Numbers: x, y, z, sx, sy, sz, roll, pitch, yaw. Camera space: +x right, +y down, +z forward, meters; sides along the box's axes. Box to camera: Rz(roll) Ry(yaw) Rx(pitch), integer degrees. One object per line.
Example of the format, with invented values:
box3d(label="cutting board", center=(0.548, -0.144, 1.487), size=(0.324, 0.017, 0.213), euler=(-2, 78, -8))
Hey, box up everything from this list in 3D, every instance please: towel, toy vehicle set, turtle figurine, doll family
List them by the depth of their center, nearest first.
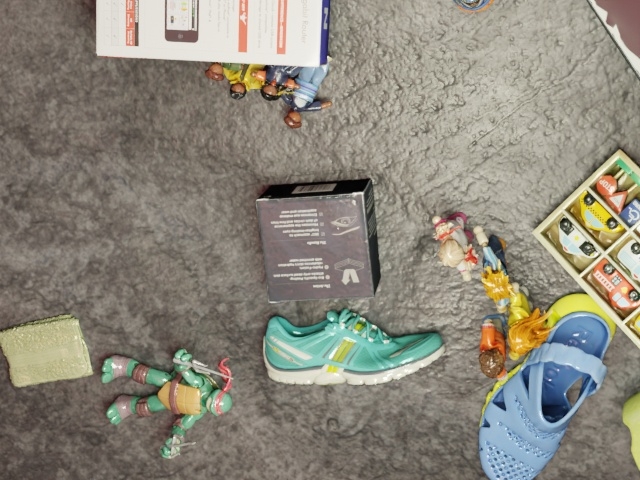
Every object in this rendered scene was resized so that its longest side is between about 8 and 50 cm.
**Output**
box3d(label="toy vehicle set", center=(0.436, 0.028, 1.371), size=(0.166, 0.035, 0.267), euler=(-48, 68, 20))
box3d(label="doll family", center=(0.248, 0.069, 1.411), size=(0.118, 0.163, 0.263), euler=(-19, 103, 16))
box3d(label="doll family", center=(-0.074, -0.230, 1.424), size=(0.193, 0.076, 0.111), euler=(22, 91, 9))
box3d(label="turtle figurine", center=(-0.224, 0.245, 1.584), size=(0.234, 0.118, 0.175), euler=(5, 94, 25))
box3d(label="towel", center=(-0.445, 0.180, 1.653), size=(0.148, 0.027, 0.110), euler=(-10, 104, 14))

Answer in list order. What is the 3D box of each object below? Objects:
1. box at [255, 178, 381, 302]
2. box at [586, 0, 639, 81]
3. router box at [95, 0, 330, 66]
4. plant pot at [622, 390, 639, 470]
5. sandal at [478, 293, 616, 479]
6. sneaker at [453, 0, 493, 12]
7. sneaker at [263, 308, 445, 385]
box3d(label="box", center=(0.000, 0.000, 1.474), size=(0.156, 0.093, 0.158), euler=(-3, 106, 12))
box3d(label="box", center=(0.401, -0.277, 1.262), size=(0.103, 0.184, 0.261), euler=(-34, 99, 16))
box3d(label="router box", center=(-0.135, -0.398, 1.322), size=(0.301, 0.082, 0.335), euler=(5, 102, 7))
box3d(label="plant pot", center=(0.561, 0.244, 1.374), size=(0.254, 0.276, 0.276), euler=(-33, 99, 30))
box3d(label="sandal", center=(0.317, 0.230, 1.465), size=(0.126, 0.138, 0.317), euler=(22, 112, 1))
box3d(label="sneaker", center=(0.184, -0.402, 1.315), size=(0.083, 0.087, 0.221), euler=(-14, 104, 14))
box3d(label="sneaker", center=(0.046, 0.155, 1.515), size=(0.275, 0.107, 0.110), euler=(-3, 97, 12))
